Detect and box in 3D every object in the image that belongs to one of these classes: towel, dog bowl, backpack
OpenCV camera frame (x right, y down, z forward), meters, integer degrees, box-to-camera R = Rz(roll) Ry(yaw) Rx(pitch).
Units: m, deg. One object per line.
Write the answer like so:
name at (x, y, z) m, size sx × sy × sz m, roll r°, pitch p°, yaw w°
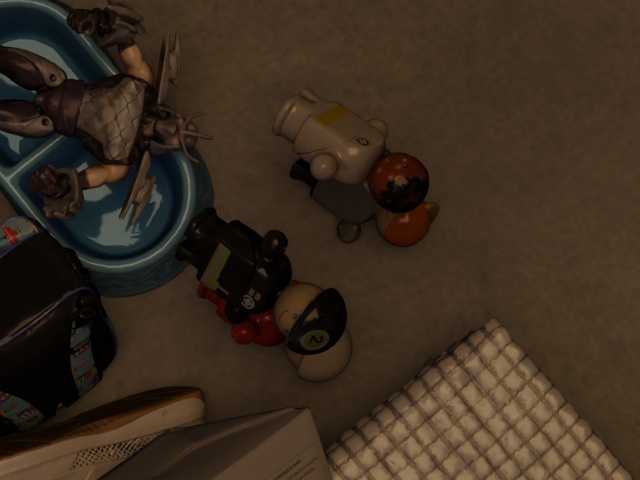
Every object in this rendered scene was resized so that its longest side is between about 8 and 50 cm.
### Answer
towel at (0.140, 0.240, 1.630) m, size 0.235 × 0.121 × 0.284 m, roll -41°, pitch 89°, yaw -4°
dog bowl at (-0.217, -0.088, 1.662) m, size 0.166 × 0.074 × 0.297 m, roll -40°, pitch 88°, yaw -6°
backpack at (-0.252, 0.082, 1.604) m, size 0.158 × 0.173 × 0.117 m, roll -35°, pitch 66°, yaw -9°

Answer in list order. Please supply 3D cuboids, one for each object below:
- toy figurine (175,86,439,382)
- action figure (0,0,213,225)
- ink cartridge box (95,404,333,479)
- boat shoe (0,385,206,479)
toy figurine at (0.000, 0.000, 1.597) m, size 0.148 × 0.213 × 0.209 m, roll 35°, pitch 79°, yaw 13°
action figure at (-0.227, -0.114, 1.580) m, size 0.285 × 0.099 × 0.185 m, roll 14°, pitch 79°, yaw -5°
ink cartridge box at (-0.070, 0.364, 1.492) m, size 0.151 × 0.270 × 0.396 m, roll -13°, pitch 99°, yaw 32°
boat shoe at (-0.209, 0.200, 1.590) m, size 0.277 × 0.098 × 0.096 m, roll -16°, pitch 97°, yaw -28°
